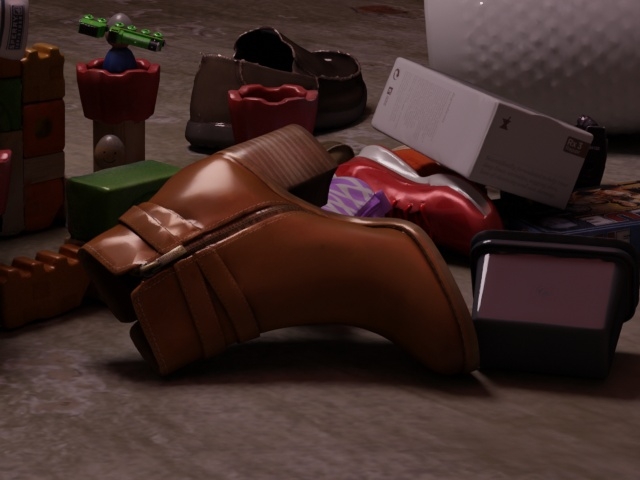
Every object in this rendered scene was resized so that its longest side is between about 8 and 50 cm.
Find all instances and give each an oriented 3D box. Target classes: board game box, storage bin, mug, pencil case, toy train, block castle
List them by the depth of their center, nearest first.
[{"bbox_3d":[0.177,0.060,1.429,0.135,0.098,0.091,5,43,14],"label":"storage bin"},{"bbox_3d":[0.000,0.000,1.611,0.088,0.086,0.206,-30,8,19],"label":"pencil case"},{"bbox_3d":[-0.248,-0.079,1.652,0.303,0.213,0.453,14,20,39],"label":"block castle"},{"bbox_3d":[-0.185,-0.191,1.688,0.083,0.017,0.024,15,27,0],"label":"toy train"},{"bbox_3d":[0.293,-0.017,1.746,0.243,0.042,0.165,-8,15,-19],"label":"board game box"},{"bbox_3d":[0.303,-0.248,2.294,0.328,0.276,0.374,-5,-16,6],"label":"mug"}]

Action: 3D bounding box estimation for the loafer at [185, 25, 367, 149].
[{"bbox_3d":[-0.042,-0.203,2.275,0.133,0.130,0.366,8,16,22],"label":"loafer"}]

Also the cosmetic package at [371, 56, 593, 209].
[{"bbox_3d":[0.153,-0.107,1.783,0.117,0.085,0.231,17,10,-25],"label":"cosmetic package"}]

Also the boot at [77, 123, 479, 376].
[{"bbox_3d":[-0.033,0.042,1.413,0.220,0.109,0.283,-31,66,-25],"label":"boot"}]

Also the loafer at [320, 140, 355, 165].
[{"bbox_3d":[-0.002,-0.064,1.923,0.050,0.056,0.148,11,28,31],"label":"loafer"}]

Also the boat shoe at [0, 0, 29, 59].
[{"bbox_3d":[-0.310,-0.222,1.596,0.084,0.095,0.258,2,15,-17],"label":"boat shoe"}]

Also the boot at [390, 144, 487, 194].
[{"bbox_3d":[0.094,-0.060,1.906,0.084,0.059,0.158,-14,22,-30],"label":"boot"}]

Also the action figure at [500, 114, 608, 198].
[{"bbox_3d":[0.227,-0.094,1.965,0.185,0.099,0.285,-6,13,-5],"label":"action figure"}]

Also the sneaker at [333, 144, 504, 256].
[{"bbox_3d":[0.067,-0.013,1.741,0.128,0.087,0.221,-29,31,-26],"label":"sneaker"}]
